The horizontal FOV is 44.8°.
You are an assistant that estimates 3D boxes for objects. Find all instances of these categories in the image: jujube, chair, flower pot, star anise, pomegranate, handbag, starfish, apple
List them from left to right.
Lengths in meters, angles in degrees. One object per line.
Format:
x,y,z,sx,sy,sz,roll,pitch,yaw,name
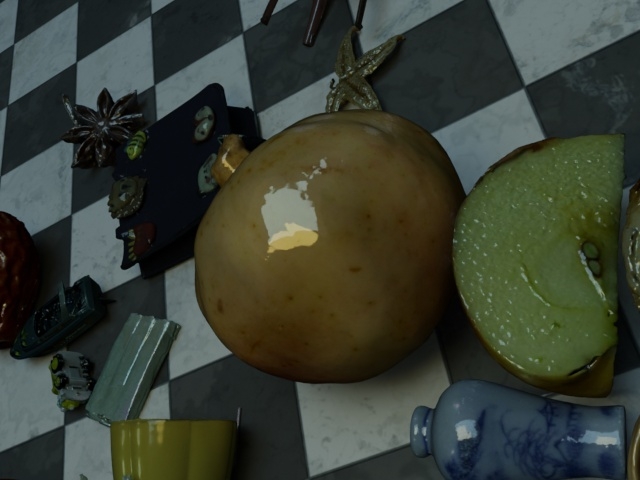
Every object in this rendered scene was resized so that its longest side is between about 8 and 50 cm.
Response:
-0.685,0.081,1.630,0.197,0.197,0.290,-15,72,26,jujube
-0.495,-0.256,1.758,0.262,0.081,0.230,30,83,29,star anise
-0.223,0.362,1.173,0.195,0.195,0.179,-9,73,29,flower pot
-0.273,-0.115,1.511,0.329,0.122,0.303,-25,54,21,handbag
0.000,0.000,1.092,0.411,0.411,0.411,-16,57,26,pomegranate
0.013,-0.567,1.526,0.183,0.175,0.326,-11,61,58,chair
0.078,-0.310,1.435,0.138,0.050,0.247,-2,66,30,starfish
0.293,0.026,0.968,0.179,0.254,0.346,-17,51,46,apple

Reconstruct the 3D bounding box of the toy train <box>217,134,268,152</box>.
-0.069,-0.134,1.371,0.252,0.048,0.055,22,61,17,toy train

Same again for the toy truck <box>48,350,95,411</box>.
-0.475,0.269,1.460,0.077,0.076,0.111,-45,49,27,toy truck

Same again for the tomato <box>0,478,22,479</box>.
-0.491,0.515,1.211,0.298,0.226,0.299,-175,90,-74,tomato

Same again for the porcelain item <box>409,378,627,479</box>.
0.242,0.242,0.962,0.259,0.141,0.141,-4,62,22,porcelain item

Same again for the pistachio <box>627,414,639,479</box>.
0.418,0.268,0.829,0.157,0.157,0.229,-21,67,23,pistachio

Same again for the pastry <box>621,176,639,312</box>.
0.441,0.014,0.902,0.218,0.229,0.100,-30,7,-32,pastry

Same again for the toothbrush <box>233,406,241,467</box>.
-0.135,0.315,1.246,0.006,0.008,0.097,-5,60,15,toothbrush

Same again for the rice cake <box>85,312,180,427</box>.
-0.343,0.237,1.408,0.124,0.038,0.211,7,69,35,rice cake

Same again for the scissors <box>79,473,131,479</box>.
-0.293,0.520,1.112,0.256,0.029,0.383,-1,92,32,scissors

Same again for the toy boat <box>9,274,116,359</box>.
-0.529,0.162,1.534,0.246,0.103,0.093,-34,51,16,toy boat
